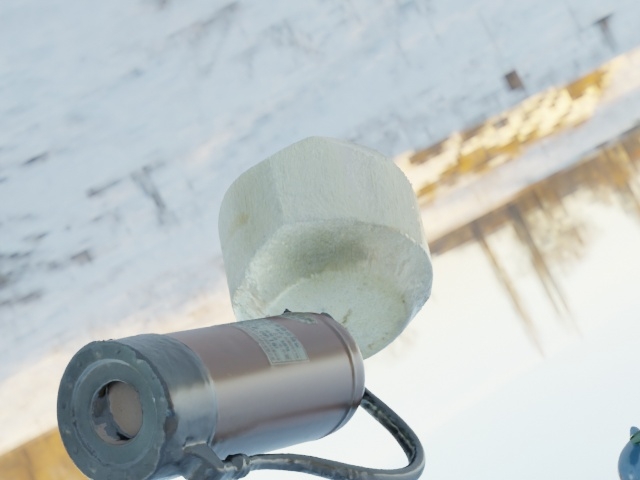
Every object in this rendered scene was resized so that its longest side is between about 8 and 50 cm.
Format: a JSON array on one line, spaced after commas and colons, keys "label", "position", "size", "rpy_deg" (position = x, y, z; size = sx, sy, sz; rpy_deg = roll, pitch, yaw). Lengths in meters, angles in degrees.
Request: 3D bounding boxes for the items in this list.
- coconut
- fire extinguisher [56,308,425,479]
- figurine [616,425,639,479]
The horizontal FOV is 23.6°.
[{"label": "coconut", "position": [0.000, 0.000, 1.733], "size": [0.237, 0.237, 0.266], "rpy_deg": [-27, -141, 18]}, {"label": "fire extinguisher", "position": [-0.042, 0.148, 1.274], "size": [0.113, 0.200, 0.376], "rpy_deg": [-35, 166, 28]}, {"label": "figurine", "position": [0.403, 0.285, 1.682], "size": [0.144, 0.178, 0.114], "rpy_deg": [-6, -176, 15]}]
